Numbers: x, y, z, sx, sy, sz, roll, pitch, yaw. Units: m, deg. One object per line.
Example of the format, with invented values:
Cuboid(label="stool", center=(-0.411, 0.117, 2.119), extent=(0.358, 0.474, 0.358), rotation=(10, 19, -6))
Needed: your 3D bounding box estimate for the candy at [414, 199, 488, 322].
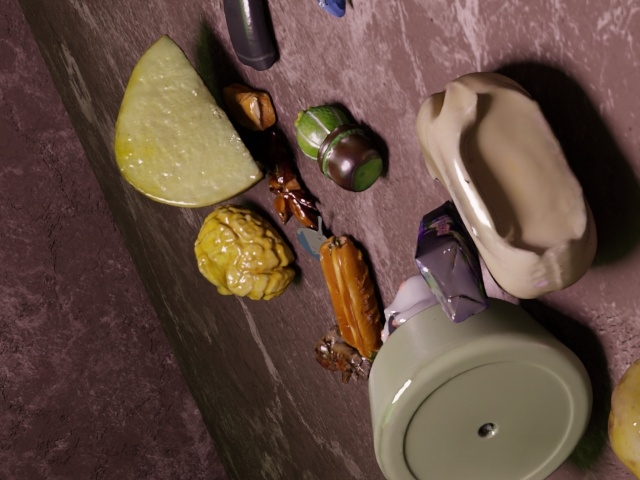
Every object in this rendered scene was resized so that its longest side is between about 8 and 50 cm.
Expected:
Cuboid(label="candy", center=(0.162, 0.017, 1.065), extent=(0.088, 0.061, 0.312), rotation=(58, -169, -5))

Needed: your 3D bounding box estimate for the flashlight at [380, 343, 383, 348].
Cuboid(label="flashlight", center=(0.143, 0.233, 1.543), extent=(0.093, 0.093, 0.232), rotation=(52, 162, 18))

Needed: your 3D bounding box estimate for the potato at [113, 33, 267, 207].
Cuboid(label="potato", center=(-0.253, -0.170, 1.604), extent=(0.330, 0.212, 0.280), rotation=(56, 180, 11))

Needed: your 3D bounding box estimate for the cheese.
Cuboid(label="cheese", center=(0.204, -0.060, 0.962), extent=(0.266, 0.127, 0.233), rotation=(63, -176, 3))

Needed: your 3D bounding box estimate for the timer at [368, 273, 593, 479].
Cuboid(label="timer", center=(0.180, 0.164, 1.207), extent=(0.315, 0.290, 0.291), rotation=(-112, 7, -57))

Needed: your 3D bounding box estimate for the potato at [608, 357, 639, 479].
Cuboid(label="potato", center=(0.400, 0.212, 0.900), extent=(0.200, 0.137, 0.155), rotation=(41, 150, 41))

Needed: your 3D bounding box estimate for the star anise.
Cuboid(label="star anise", center=(-0.065, -0.092, 1.609), extent=(0.212, 0.053, 0.157), rotation=(58, 154, -4))

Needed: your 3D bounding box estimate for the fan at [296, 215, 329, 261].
Cuboid(label="fan", center=(0.000, 0.000, 1.595), extent=(0.113, 0.005, 0.175), rotation=(31, 156, 17))

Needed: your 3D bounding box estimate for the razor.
Cuboid(label="razor", center=(-0.119, -0.357, 1.406), extent=(0.090, 0.054, 0.148), rotation=(31, 145, 43))

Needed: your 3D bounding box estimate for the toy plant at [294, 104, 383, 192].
Cuboid(label="toy plant", center=(0.021, -0.148, 1.317), extent=(0.162, 0.092, 0.093), rotation=(45, 153, 31))

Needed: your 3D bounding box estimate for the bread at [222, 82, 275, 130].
Cuboid(label="bread", center=(-0.134, -0.245, 1.571), extent=(0.132, 0.053, 0.074), rotation=(34, 145, 52))

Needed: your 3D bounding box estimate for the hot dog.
Cuboid(label="hot dog", center=(0.059, 0.107, 1.568), extent=(0.115, 0.072, 0.269), rotation=(32, 146, 47))

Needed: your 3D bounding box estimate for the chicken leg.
Cuboid(label="chicken leg", center=(0.051, 0.229, 1.722), extent=(0.125, 0.080, 0.196), rotation=(54, 160, 4))

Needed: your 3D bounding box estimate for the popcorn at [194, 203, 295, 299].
Cuboid(label="popcorn", center=(-0.156, 0.026, 1.827), extent=(0.203, 0.225, 0.201), rotation=(-11, -72, -76))

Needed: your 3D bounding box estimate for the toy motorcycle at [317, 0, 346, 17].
Cuboid(label="toy motorcycle", center=(-0.017, -0.399, 1.128), extent=(0.205, 0.076, 0.114), rotation=(57, 166, 2))
